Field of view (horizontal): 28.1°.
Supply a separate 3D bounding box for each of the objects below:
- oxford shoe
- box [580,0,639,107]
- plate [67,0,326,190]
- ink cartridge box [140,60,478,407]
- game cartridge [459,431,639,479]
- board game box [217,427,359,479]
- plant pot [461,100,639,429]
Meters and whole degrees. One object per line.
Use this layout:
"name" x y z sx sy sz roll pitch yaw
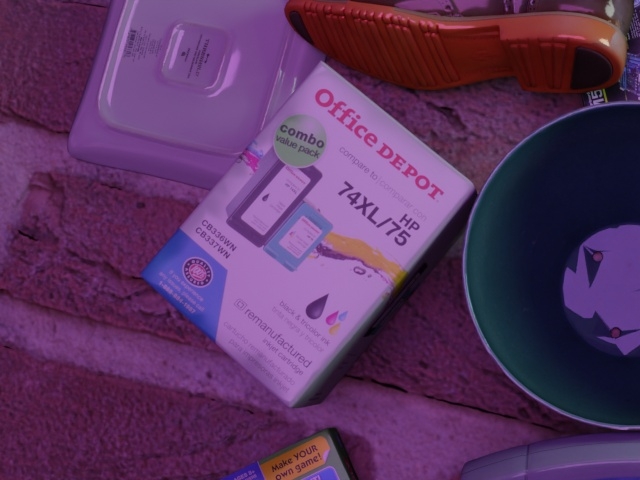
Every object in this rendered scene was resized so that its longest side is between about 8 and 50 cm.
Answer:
"oxford shoe" 0.141 -0.239 1.323 0.363 0.130 0.133 9 68 19
"box" 0.344 -0.227 1.317 0.184 0.045 0.191 -15 78 14
"plate" -0.134 -0.201 1.432 0.278 0.045 0.277 14 85 16
"ink cartridge box" 0.000 0.000 1.275 0.198 0.197 0.270 40 91 10
"game cartridge" 0.277 0.264 1.130 0.297 0.062 0.198 -4 116 14
"board game box" -0.084 0.357 1.323 0.317 0.046 0.214 -27 76 8
"plant pot" 0.289 0.035 1.206 0.290 0.195 0.290 -2 80 13
